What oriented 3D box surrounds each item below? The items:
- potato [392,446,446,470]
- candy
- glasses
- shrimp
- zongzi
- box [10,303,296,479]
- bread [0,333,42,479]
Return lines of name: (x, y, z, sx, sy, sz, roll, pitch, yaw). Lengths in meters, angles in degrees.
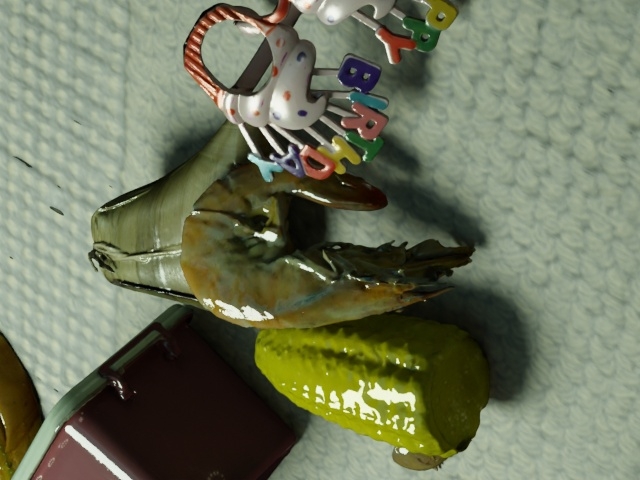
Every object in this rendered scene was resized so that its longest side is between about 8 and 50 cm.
potato: (0.084, 0.164, 1.606, 0.037, 0.036, 0.093, 44, 137, 21)
candy: (0.029, 0.103, 1.565, 0.199, 0.094, 0.106, 11, 112, 34)
glasses: (0.007, -0.155, 1.460, 0.162, 0.095, 0.255, 37, 124, 5)
shrimp: (0.001, 0.000, 1.522, 0.236, 0.053, 0.133, -3, 85, 20)
zongzi: (-0.109, -0.039, 1.621, 0.194, 0.099, 0.197, 9, 121, 31)
box: (-0.162, 0.219, 1.775, 0.167, 0.193, 0.294, 43, 138, 9)
bread: (-0.376, 0.182, 2.054, 0.236, 0.070, 0.236, 25, 130, 35)
